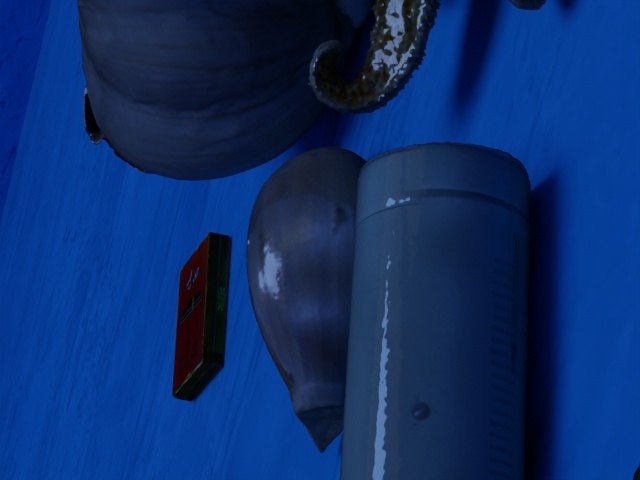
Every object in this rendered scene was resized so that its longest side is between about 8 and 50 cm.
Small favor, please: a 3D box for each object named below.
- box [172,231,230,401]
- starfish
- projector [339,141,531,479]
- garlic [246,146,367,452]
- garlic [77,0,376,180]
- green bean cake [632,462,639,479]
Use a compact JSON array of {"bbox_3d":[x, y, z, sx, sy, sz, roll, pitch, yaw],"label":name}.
[{"bbox_3d":[-0.110,0.070,1.769,0.090,0.023,0.133,135,142,-56],"label":"box"},{"bbox_3d":[0.082,-0.239,1.255,0.312,0.113,0.303,-96,25,-50],"label":"starfish"},{"bbox_3d":[0.065,0.115,1.085,0.108,0.108,0.338,136,142,-60],"label":"projector"},{"bbox_3d":[0.002,-0.005,1.397,0.148,0.128,0.267,-45,25,40],"label":"garlic"},{"bbox_3d":[-0.090,-0.211,1.540,0.322,0.241,0.322,177,90,-74],"label":"garlic"},{"bbox_3d":[0.208,0.067,0.455,0.156,0.247,0.250,-135,58,-68],"label":"green bean cake"}]
